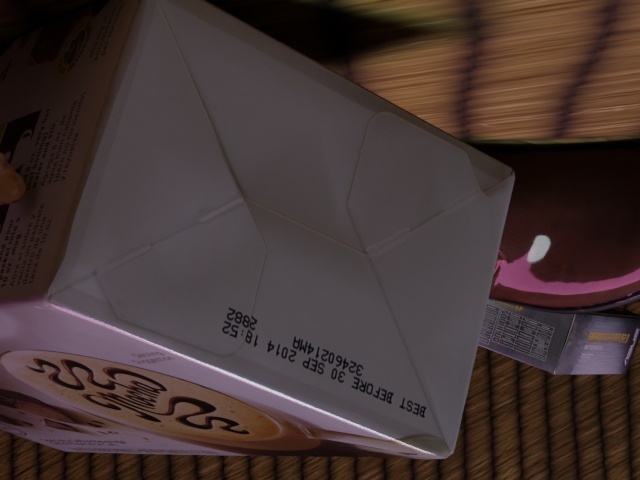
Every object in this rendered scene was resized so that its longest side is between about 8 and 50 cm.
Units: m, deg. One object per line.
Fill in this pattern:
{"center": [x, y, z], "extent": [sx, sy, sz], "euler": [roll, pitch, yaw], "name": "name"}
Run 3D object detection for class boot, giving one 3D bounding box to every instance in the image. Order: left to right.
{"center": [0.055, -0.032, 0.814], "extent": [0.264, 0.096, 0.280], "euler": [4, 171, 29], "name": "boot"}

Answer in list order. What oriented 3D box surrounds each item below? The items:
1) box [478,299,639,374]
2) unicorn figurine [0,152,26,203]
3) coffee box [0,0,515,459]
{"center": [0.137, 0.050, 1.311], "extent": [0.231, 0.056, 0.183], "euler": [20, -175, 29], "name": "box"}
{"center": [-0.145, -0.046, 0.479], "extent": [0.060, 0.111, 0.162], "euler": [-34, 159, -15], "name": "unicorn figurine"}
{"center": [-0.090, 0.009, 0.627], "extent": [0.168, 0.118, 0.297], "euler": [25, 160, -31], "name": "coffee box"}
